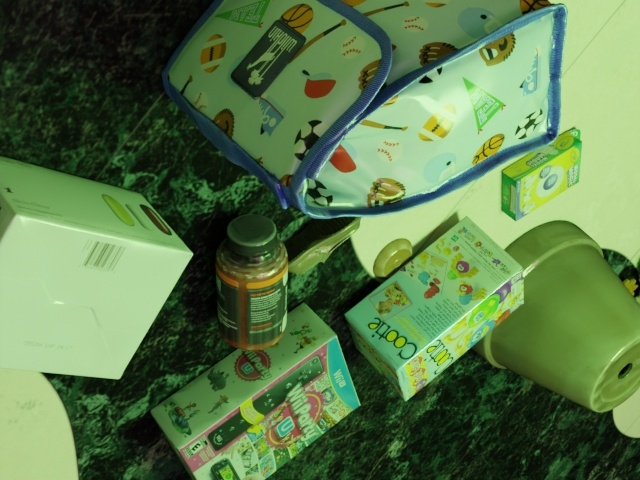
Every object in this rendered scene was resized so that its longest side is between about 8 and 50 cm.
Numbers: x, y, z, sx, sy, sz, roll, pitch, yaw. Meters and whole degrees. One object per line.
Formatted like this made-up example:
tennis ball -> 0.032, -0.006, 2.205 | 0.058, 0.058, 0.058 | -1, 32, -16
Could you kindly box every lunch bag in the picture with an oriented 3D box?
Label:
lunch bag -> 0.044, -0.200, 1.299 | 0.385, 0.328, 0.239 | -28, 134, -20

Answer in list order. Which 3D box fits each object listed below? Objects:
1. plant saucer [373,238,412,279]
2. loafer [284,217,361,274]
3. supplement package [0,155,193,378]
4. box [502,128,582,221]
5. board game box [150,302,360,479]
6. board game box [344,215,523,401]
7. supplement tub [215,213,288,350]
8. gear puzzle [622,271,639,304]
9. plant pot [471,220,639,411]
plant saucer -> 0.126, 0.035, 1.839 | 0.083, 0.015, 0.083 | -25, 138, -25
loafer -> 0.000, 0.000, 1.661 | 0.148, 0.056, 0.050 | -32, 142, -2
supplement package -> -0.328, 0.035, 1.306 | 0.262, 0.145, 0.204 | 14, 113, -49
box -> 0.403, -0.119, 1.941 | 0.179, 0.043, 0.105 | -33, 141, -20
board game box -> -0.097, 0.274, 1.777 | 0.303, 0.097, 0.224 | -36, 141, -15
board game box -> 0.198, 0.117, 1.863 | 0.275, 0.144, 0.142 | -38, 151, -11
supplement tub -> -0.099, 0.059, 1.575 | 0.106, 0.106, 0.198 | -23, 137, -27
gear puzzle -> 0.764, 0.069, 2.454 | 0.339, 0.044, 0.175 | -26, 140, -20
plant pot -> 0.482, 0.168, 2.079 | 0.323, 0.280, 0.323 | -24, 136, -25
